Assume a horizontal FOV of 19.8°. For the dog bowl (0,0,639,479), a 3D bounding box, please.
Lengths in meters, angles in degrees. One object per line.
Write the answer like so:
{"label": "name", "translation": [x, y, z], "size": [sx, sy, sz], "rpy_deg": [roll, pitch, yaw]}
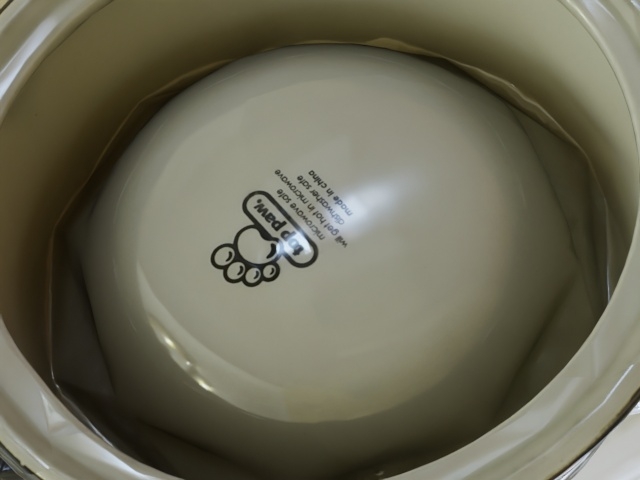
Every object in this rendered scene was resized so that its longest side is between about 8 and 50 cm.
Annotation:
{"label": "dog bowl", "translation": [0.000, 0.000, 0.977], "size": [0.408, 0.408, 0.150], "rpy_deg": [55, 170, 27]}

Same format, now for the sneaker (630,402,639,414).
{"label": "sneaker", "translation": [0.141, 0.027, 1.317], "size": [0.305, 0.152, 0.114], "rpy_deg": [20, 162, 42]}

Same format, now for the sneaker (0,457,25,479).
{"label": "sneaker", "translation": [-0.160, 0.247, 1.397], "size": [0.447, 0.169, 0.257], "rpy_deg": [27, 140, 14]}
